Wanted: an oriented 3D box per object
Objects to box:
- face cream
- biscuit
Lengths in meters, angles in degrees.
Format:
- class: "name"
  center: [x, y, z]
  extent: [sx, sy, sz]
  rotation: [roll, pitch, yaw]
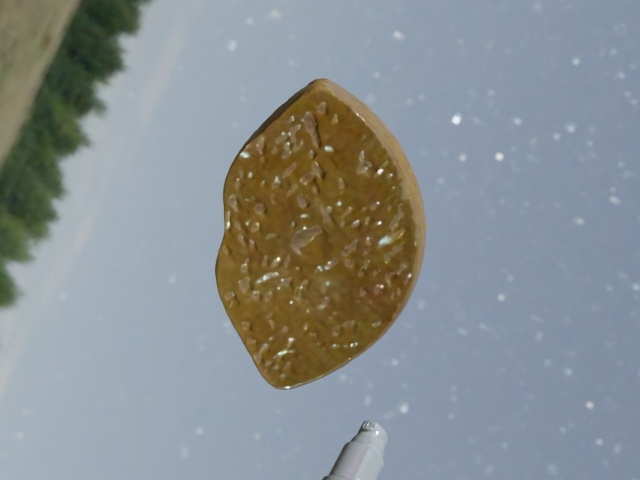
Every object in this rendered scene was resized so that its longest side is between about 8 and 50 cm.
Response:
- class: "face cream"
  center: [0.007, 0.166, 0.886]
  extent: [0.130, 0.034, 0.034]
  rotation: [-61, -171, -31]
- class: "biscuit"
  center: [0.000, 0.000, 1.000]
  extent: [0.029, 0.142, 0.220]
  rotation: [-63, 159, -71]
